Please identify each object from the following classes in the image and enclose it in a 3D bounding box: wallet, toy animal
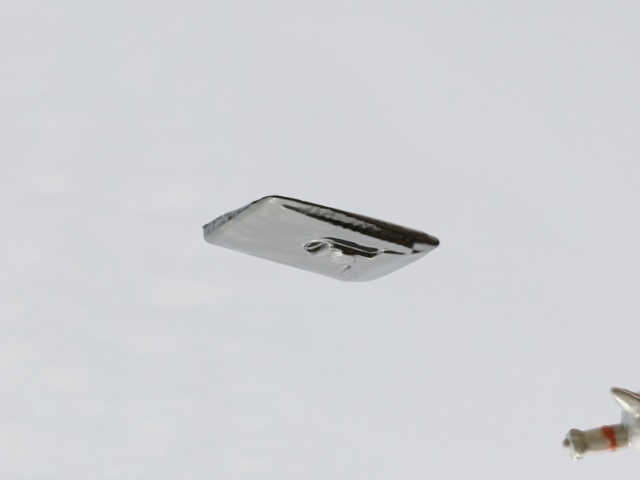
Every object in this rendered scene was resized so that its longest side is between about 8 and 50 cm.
[{"bbox_3d":[0.000,0.000,1.061,0.245,0.168,0.052,14,-111,-33],"label":"wallet"},{"bbox_3d":[0.472,0.235,1.205,0.282,0.141,0.138,8,-156,12],"label":"toy animal"}]
